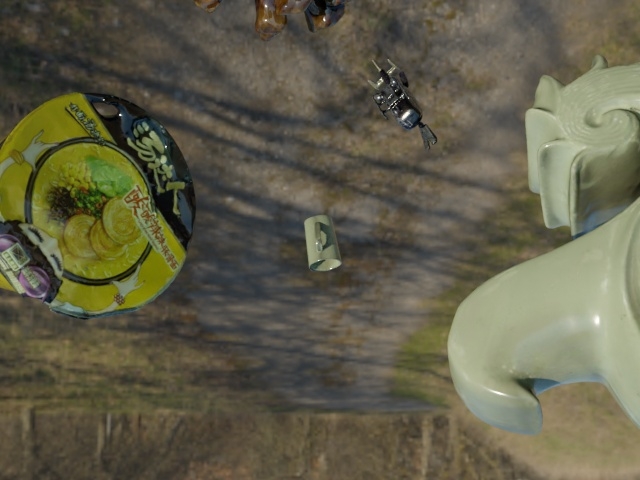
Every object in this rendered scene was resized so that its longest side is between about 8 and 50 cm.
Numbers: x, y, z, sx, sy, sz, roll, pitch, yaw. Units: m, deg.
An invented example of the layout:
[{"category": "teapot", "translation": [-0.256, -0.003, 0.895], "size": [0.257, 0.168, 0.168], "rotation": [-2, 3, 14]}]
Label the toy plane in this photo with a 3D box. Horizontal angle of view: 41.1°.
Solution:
[{"category": "toy plane", "translation": [0.073, -0.135, 0.801], "size": [0.031, 0.120, 0.049], "rotation": [-44, 137, 22]}]

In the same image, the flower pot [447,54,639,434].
[{"category": "flower pot", "translation": [0.276, 0.007, 0.727], "size": [0.254, 0.367, 0.164], "rotation": [11, 148, 23]}]

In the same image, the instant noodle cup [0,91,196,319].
[{"category": "instant noodle cup", "translation": [-0.275, -0.026, 0.866], "size": [0.215, 0.215, 0.236], "rotation": [13, 168, -42]}]

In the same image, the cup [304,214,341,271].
[{"category": "cup", "translation": [-0.004, 0.002, 1.412], "size": [0.054, 0.083, 0.075], "rotation": [-23, 155, 30]}]

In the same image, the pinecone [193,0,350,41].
[{"category": "pinecone", "translation": [-0.067, -0.416, 1.008], "size": [0.384, 0.384, 0.384], "rotation": [-2, 164, 0]}]
